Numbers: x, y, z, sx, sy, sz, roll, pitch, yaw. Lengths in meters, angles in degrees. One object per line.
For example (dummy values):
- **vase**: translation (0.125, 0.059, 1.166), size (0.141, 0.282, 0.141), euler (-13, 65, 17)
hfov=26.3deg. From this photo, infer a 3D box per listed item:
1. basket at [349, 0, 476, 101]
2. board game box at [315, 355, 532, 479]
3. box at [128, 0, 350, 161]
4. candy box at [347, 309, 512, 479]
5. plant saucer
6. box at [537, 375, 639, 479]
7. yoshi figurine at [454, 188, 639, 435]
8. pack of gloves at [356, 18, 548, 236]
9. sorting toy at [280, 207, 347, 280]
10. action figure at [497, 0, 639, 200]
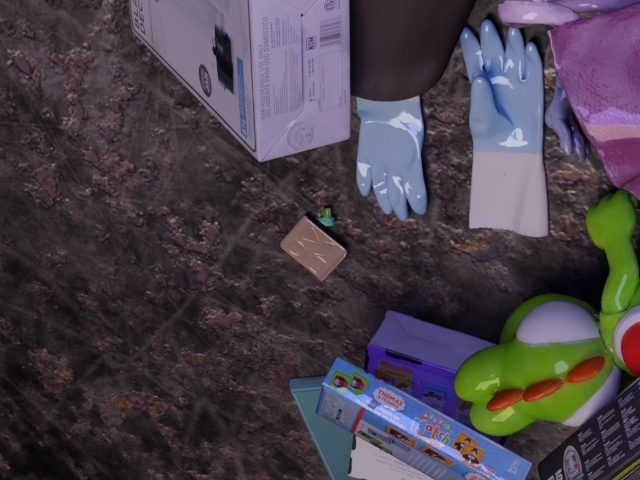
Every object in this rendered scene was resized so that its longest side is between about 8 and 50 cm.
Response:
- **basket**: translation (0.062, -0.240, 1.139), size (0.204, 0.154, 0.227), euler (53, 152, 28)
- **board game box**: translation (0.097, 0.197, 1.376), size (0.211, 0.039, 0.160), euler (29, 164, 6)
- **box**: translation (-0.080, -0.209, 1.187), size (0.290, 0.087, 0.169), euler (48, 147, 47)
- **candy box**: translation (0.126, 0.191, 1.482), size (0.164, 0.070, 0.196), euler (17, 127, 13)
- **plant saucer**: translation (0.023, 0.239, 1.596), size (0.067, 0.018, 0.192), euler (-9, 119, 29)
- **box**: translation (0.346, 0.186, 1.256), size (0.216, 0.060, 0.270), euler (-3, 155, -13)
- **yoshi figurine**: translation (0.300, 0.073, 1.292), size (0.362, 0.204, 0.203), euler (-23, 149, 21)
- **pack of gloves**: translation (0.114, -0.103, 1.304), size (0.195, 0.046, 0.232), euler (5, 124, 20)
- **sorting toy**: translation (0.000, 0.000, 1.447), size (0.062, 0.012, 0.083), euler (42, 132, 0)
- **action figure**: translation (0.374, -0.170, 1.075), size (0.370, 0.248, 0.276), euler (-35, 81, 39)
